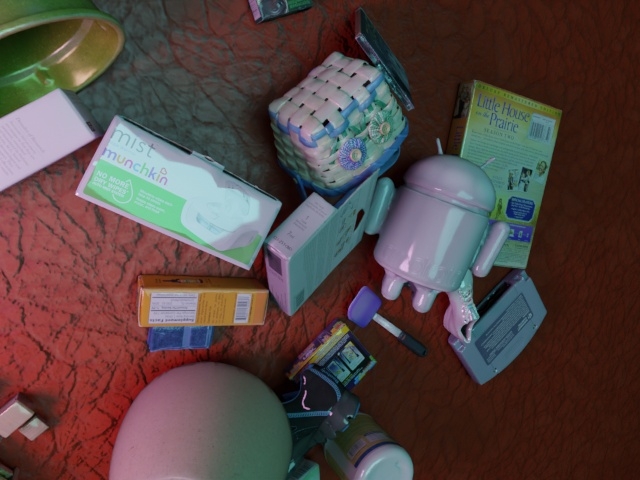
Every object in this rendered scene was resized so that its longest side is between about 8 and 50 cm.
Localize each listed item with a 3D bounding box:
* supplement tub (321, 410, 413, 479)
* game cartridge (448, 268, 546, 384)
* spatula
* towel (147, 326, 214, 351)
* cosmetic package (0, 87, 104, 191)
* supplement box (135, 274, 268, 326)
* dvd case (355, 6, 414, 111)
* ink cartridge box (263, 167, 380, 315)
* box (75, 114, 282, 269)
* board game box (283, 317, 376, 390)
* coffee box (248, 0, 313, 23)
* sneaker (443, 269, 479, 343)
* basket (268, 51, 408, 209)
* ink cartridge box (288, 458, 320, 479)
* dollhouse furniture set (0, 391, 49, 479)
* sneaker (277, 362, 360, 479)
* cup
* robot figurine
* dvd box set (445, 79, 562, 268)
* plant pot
[{"bbox_3d":[0.094,0.475,1.019,0.144,0.199,0.144,-6,103,-25],"label":"supplement tub"},{"bbox_3d":[0.491,0.242,1.252,0.294,0.060,0.196,-41,111,-13],"label":"game cartridge"},{"bbox_3d":[0.170,0.212,1.100,0.296,0.030,0.084,39,83,-27],"label":"spatula"},{"bbox_3d":[-0.265,0.178,0.874,0.119,0.029,0.067,5,110,-26],"label":"towel"},{"bbox_3d":[-0.445,-0.130,0.665,0.231,0.117,0.085,-34,114,-8],"label":"cosmetic package"},{"bbox_3d":[-0.222,0.113,0.863,0.233,0.078,0.080,7,101,-26],"label":"supplement box"},{"bbox_3d":[0.121,-0.355,0.880,0.018,0.221,0.164,-32,119,25],"label":"dvd case"},{"bbox_3d":[0.000,0.000,0.862,0.060,0.275,0.239,36,66,15],"label":"ink cartridge box"},{"bbox_3d":[-0.229,-0.078,0.735,0.262,0.231,0.127,28,87,-28],"label":"box"},{"bbox_3d":[0.024,0.285,1.033,0.170,0.048,0.141,-43,113,-12],"label":"board game box"},{"bbox_3d":[-0.095,-0.501,0.824,0.113,0.040,0.184,-25,110,-20],"label":"coffee box"},{"bbox_3d":[0.354,0.154,1.120,0.080,0.094,0.212,-14,118,-11],"label":"sneaker"},{"bbox_3d":[0.040,-0.178,0.880,0.255,0.201,0.289,-45,149,-10],"label":"basket"},{"bbox_3d":[-0.070,0.633,1.014,0.181,0.056,0.225,-18,107,-50],"label":"ink cartridge box"},{"bbox_3d":[-0.503,0.383,0.762,0.161,0.101,0.182,-42,115,-13],"label":"dollhouse furniture set"},{"bbox_3d":[-0.072,0.401,0.964,0.139,0.125,0.341,45,101,8],"label":"sneaker"},{"bbox_3d":[-0.213,0.404,0.771,0.331,0.237,0.331,0,95,-3],"label":"cup"},{"bbox_3d":[0.242,-0.029,0.977,0.300,0.200,0.353,20,100,2],"label":"robot figurine"},{"bbox_3d":[0.434,-0.148,1.142,0.307,0.062,0.420,6,98,-27],"label":"dvd box set"},{"bbox_3d":[-0.448,-0.320,0.585,0.276,0.276,0.254,-35,101,-16],"label":"plant pot"}]
